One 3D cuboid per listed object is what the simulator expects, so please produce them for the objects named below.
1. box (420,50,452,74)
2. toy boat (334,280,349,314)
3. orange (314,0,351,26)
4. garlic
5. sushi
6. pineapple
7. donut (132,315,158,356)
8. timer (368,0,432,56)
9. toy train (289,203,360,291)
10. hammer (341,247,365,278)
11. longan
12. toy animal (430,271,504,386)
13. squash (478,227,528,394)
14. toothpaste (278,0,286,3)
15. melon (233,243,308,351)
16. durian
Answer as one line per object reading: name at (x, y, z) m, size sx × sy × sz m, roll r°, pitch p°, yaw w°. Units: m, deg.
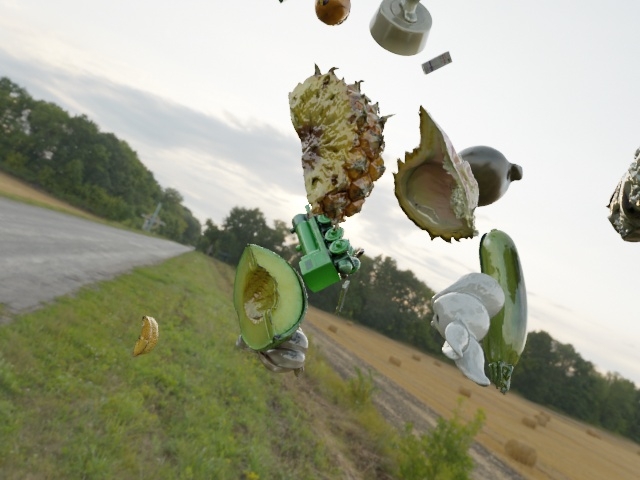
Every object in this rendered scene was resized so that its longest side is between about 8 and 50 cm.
box at (0.458, -0.700, 1.800) m, size 0.036 × 0.117 × 0.051 m, roll -103°, pitch 169°, yaw -69°
toy boat at (0.075, 0.198, 1.574) m, size 0.016 × 0.115 × 0.063 m, roll 19°, pitch 25°, yaw 12°
orange at (0.026, -0.511, 0.993) m, size 0.083 × 0.084 × 0.083 m, roll 23°, pitch -7°, yaw 3°
garlic at (-0.119, 0.270, 1.179) m, size 0.194 × 0.131 × 0.127 m, roll 23°, pitch -45°, yaw -13°
sushi at (0.612, -0.083, 0.818) m, size 0.124 × 0.130 × 0.332 m, roll -4°, pitch -25°, yaw 17°
pineapple at (0.031, -0.142, 0.612) m, size 0.135 × 0.233 × 0.079 m, roll -23°, pitch -22°, yaw 28°
donut at (-0.404, 0.222, 1.060) m, size 0.067 × 0.083 × 0.037 m, roll -32°, pitch -32°, yaw 26°
timer at (0.249, -0.648, 1.193) m, size 0.175 × 0.175 × 0.266 m, roll 24°, pitch -31°, yaw -2°
toy train at (0.000, 0.000, 0.974) m, size 0.085 × 0.119 × 0.251 m, roll 60°, pitch 4°, yaw -36°
hammer at (0.083, 0.047, 1.141) m, size 0.021 × 0.065 × 0.178 m, roll 23°, pitch -21°, yaw -1°
longan at (0.431, -0.172, 1.213) m, size 0.204 × 0.159 × 0.185 m, roll -3°, pitch -22°, yaw 10°
toy animal at (0.240, 0.157, 0.802) m, size 0.130 × 0.221 × 0.104 m, roll -13°, pitch -70°, yaw 38°
squash at (0.374, 0.136, 0.925) m, size 0.094 × 0.342 × 0.094 m, roll 5°, pitch -22°, yaw 2°
toothpaste at (-0.024, -0.813, 1.401) m, size 0.050 × 0.266 × 0.065 m, roll 58°, pitch -21°, yaw -13°
melon at (-0.128, 0.159, 1.141) m, size 0.129 × 0.265 × 0.169 m, roll 3°, pitch -37°, yaw -35°
durian at (0.172, -0.100, 0.653) m, size 0.140 × 0.078 × 0.225 m, roll 24°, pitch -36°, yaw 40°
